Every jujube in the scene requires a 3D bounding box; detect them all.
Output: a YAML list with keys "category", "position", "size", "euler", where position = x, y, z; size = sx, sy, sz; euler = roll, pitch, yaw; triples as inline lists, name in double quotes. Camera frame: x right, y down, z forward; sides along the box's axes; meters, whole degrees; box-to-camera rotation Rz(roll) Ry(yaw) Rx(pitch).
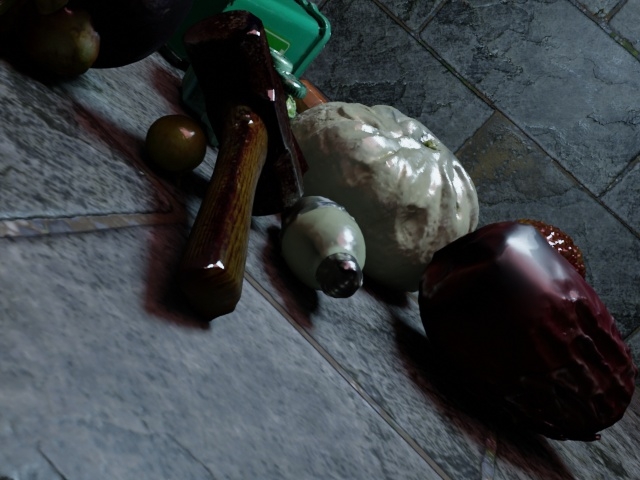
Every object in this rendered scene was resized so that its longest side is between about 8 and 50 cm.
- category: "jujube"
  position: [0.294, 0.131, 1.014]
  size: [0.377, 0.258, 0.258]
  euler: [51, 7, -30]

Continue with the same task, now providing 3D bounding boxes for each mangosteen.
- category: "mangosteen"
  position: [-0.286, -0.310, 0.780]
  size: [0.275, 0.275, 0.302]
  euler: [40, 49, -10]

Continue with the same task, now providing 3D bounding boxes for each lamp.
- category: "lamp"
  position: [0.000, 0.000, 0.867]
  size: [0.101, 0.101, 0.250]
  euler: [37, 11, -23]

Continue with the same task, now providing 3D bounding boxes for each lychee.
- category: "lychee"
  position: [0.480, 0.077, 1.663]
  size: [0.304, 0.276, 0.275]
  euler: [18, -7, 44]

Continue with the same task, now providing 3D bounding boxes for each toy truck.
- category: "toy truck"
  position: [-0.134, -0.245, 1.157]
  size: [0.156, 0.155, 0.279]
  euler: [27, 19, -22]

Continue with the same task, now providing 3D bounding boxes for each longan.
- category: "longan"
  position: [-0.164, -0.102, 0.810]
  size: [0.075, 0.075, 0.083]
  euler: [1, 85, -71]

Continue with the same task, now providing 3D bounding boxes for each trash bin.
- category: "trash bin"
  position: [-0.192, -0.470, 1.478]
  size: [0.295, 0.259, 0.381]
  euler: [46, 16, 16]

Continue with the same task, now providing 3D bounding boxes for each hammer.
- category: "hammer"
  position: [-0.082, -0.064, 0.732]
  size: [0.409, 0.095, 0.242]
  euler: [-91, 168, -56]

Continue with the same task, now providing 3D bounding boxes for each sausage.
- category: "sausage"
  position: [0.001, -0.263, 1.498]
  size: [0.169, 0.065, 0.065]
  euler: [49, 14, 13]

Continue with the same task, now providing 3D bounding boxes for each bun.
- category: "bun"
  position: [0.110, -0.093, 1.154]
  size: [0.359, 0.211, 0.360]
  euler: [36, 24, -19]

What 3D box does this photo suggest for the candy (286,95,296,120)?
- category: "candy"
  position: [-0.004, -0.215, 1.432]
  size: [0.335, 0.092, 0.093]
  euler: [32, -34, 21]
